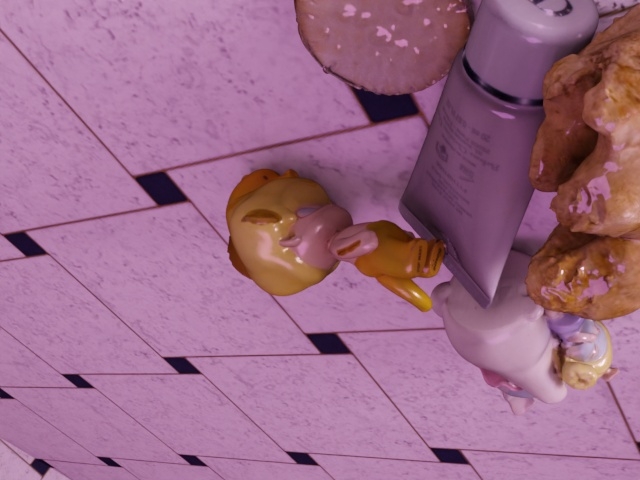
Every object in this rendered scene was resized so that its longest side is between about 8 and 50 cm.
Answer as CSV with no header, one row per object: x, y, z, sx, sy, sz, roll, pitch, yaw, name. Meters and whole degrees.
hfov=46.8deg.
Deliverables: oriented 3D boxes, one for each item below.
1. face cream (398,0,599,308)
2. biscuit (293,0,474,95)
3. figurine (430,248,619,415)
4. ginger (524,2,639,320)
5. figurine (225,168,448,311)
0.133,-0.070,0.620,0.143,0.089,0.314,50,152,26,face cream
0.047,-0.175,0.593,0.152,0.020,0.152,13,144,10,biscuit
0.234,0.115,0.798,0.155,0.127,0.235,-16,136,28,figurine
0.284,-0.005,0.536,0.375,0.236,0.166,47,167,-22,ginger
0.000,0.000,0.742,0.246,0.131,0.156,13,-174,38,figurine
